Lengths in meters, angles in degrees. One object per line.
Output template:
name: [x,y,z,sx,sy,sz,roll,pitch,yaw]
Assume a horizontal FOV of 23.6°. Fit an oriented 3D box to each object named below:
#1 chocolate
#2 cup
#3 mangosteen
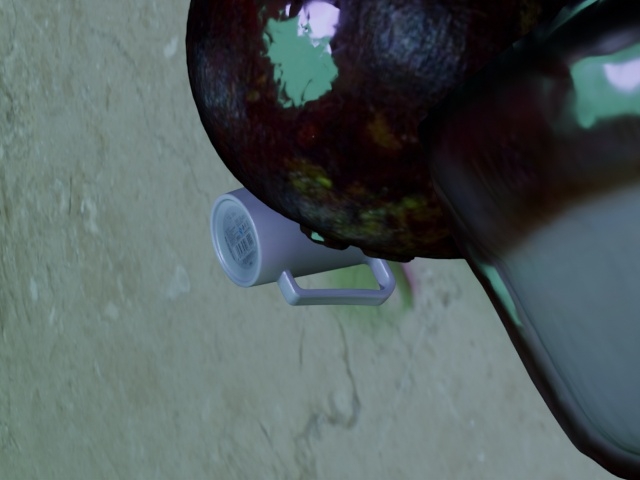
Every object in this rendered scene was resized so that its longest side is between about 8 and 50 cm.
chocolate: [0.193,-0.024,0.552,0.186,0.283,0.283,61,146,4]
cup: [0.000,0.000,0.982,0.104,0.116,0.074,64,146,15]
mangosteen: [0.058,-0.131,0.768,0.231,0.231,0.289,21,94,55]
